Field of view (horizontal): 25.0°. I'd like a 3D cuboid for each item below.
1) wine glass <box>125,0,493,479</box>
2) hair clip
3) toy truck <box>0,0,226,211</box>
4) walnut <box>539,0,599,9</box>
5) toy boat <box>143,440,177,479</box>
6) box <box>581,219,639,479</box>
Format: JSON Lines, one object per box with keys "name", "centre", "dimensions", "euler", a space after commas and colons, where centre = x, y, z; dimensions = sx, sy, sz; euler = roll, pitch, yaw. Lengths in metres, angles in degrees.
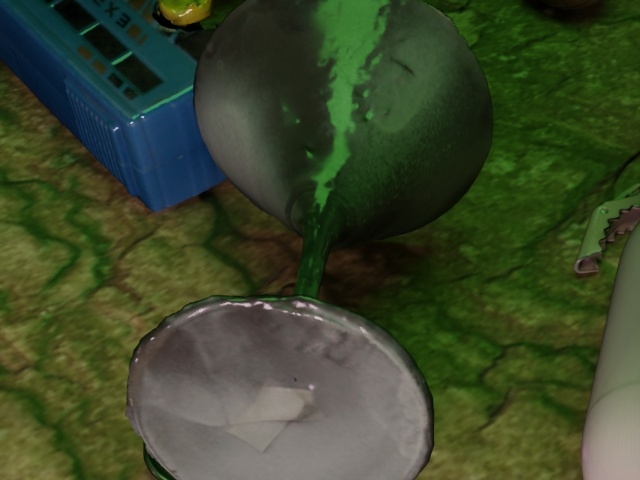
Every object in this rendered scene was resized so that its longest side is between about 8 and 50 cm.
{"name": "wine glass", "centre": [0.000, 0.000, 1.090], "dimensions": [0.267, 0.267, 0.406], "euler": [5, 35, 3]}
{"name": "hair clip", "centre": [0.296, -0.038, 1.348], "dimensions": [0.226, 0.034, 0.072], "euler": [-31, 51, -29]}
{"name": "toy truck", "centre": [-0.212, -0.200, 1.415], "dimensions": [0.162, 0.161, 0.385], "euler": [-32, 54, -20]}
{"name": "walnut", "centre": [0.271, -0.307, 1.590], "dimensions": [0.105, 0.105, 0.124], "euler": [-25, 46, -26]}
{"name": "toy boat", "centre": [-0.032, 0.154, 1.118], "dimensions": [0.210, 0.052, 0.104], "euler": [-6, 46, -10]}
{"name": "box", "centre": [0.360, 0.110, 1.117], "dimensions": [0.289, 0.141, 0.349], "euler": [13, 44, 10]}
